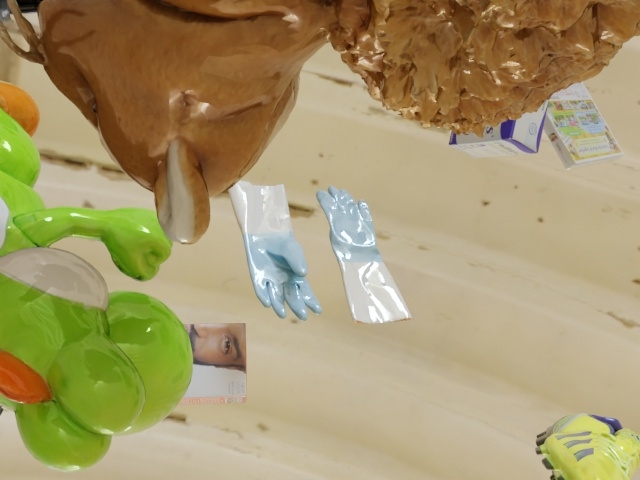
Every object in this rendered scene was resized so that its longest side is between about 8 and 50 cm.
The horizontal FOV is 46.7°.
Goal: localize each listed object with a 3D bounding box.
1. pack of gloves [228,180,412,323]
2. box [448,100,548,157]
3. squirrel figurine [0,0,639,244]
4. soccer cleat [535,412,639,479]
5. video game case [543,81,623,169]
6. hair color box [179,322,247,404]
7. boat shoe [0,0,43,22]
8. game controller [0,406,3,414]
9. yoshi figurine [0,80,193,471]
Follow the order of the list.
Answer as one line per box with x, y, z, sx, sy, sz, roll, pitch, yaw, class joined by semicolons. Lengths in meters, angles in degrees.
0.000;0.000;0.938;0.046;0.195;0.232;114;-33;-45;pack of gloves
0.291;-0.206;1.207;0.137;0.072;0.126;3;-104;54;box
-0.003;-0.164;0.394;0.281;0.397;0.370;-71;178;-53;squirrel figurine
0.307;0.240;0.816;0.289;0.121;0.093;15;53;-76;soccer cleat
0.454;-0.231;1.355;0.026;0.227;0.206;-35;-105;40;video game case
-0.174;0.151;0.902;0.053;0.167;0.093;112;-24;-68;hair color box
-0.341;-0.278;0.781;0.089;0.258;0.109;66;-22;16;boat shoe
-0.411;0.073;0.616;0.067;0.319;0.166;-42;-127;17;game controller
-0.225;0.030;0.587;0.362;0.203;0.203;48;-45;30;yoshi figurine
